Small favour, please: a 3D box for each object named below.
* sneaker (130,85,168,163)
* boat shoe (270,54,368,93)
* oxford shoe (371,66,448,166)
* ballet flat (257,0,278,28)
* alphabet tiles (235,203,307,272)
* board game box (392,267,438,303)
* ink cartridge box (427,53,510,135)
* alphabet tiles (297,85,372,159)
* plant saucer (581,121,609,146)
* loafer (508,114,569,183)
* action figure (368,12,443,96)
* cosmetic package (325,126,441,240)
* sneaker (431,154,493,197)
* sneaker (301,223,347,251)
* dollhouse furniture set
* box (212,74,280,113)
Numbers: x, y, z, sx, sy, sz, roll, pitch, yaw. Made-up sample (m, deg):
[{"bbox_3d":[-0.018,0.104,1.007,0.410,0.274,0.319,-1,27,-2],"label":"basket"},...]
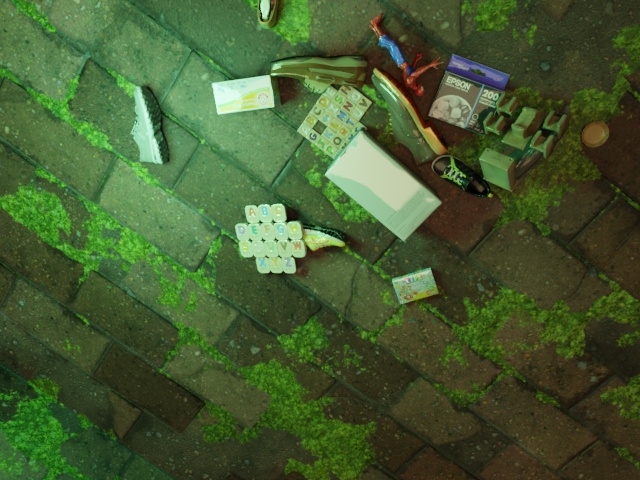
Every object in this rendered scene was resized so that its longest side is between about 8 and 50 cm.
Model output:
[{"bbox_3d":[-0.644,-0.412,1.668,0.115,0.105,0.282,-2,109,8],"label":"sneaker"},{"bbox_3d":[-0.002,-0.540,1.501,0.323,0.123,0.120,-3,113,-7],"label":"boat shoe"},{"bbox_3d":[0.269,-0.407,1.537,0.132,0.130,0.364,-35,97,28],"label":"oxford shoe"},{"bbox_3d":[-0.162,-0.809,1.483,0.079,0.073,0.233,8,109,5],"label":"ballet flat"},{"bbox_3d":[-0.191,-0.002,1.757,0.283,0.021,0.278,-1,109,23],"label":"alphabet tiles"},{"bbox_3d":[0.365,0.176,1.772,0.154,0.026,0.104,-19,105,14],"label":"board game box"},{"bbox_3d":[0.491,-0.479,1.522,0.206,0.045,0.209,20,109,1],"label":"ink cartridge box"},{"bbox_3d":[0.063,-0.422,1.619,0.198,0.009,0.237,36,110,-5],"label":"alphabet tiles"},{"bbox_3d":[0.907,-0.352,1.523,0.083,0.015,0.084,2,110,7],"label":"plant saucer"},{"bbox_3d":[0.719,-0.297,1.540,0.084,0.096,0.267,31,119,-23],"label":"loafer"},{"bbox_3d":[0.285,-0.608,1.480,0.139,0.091,0.281,-30,99,9],"label":"action figure"},{"bbox_3d":[0.216,-0.197,1.594,0.365,0.155,0.197,41,109,-8],"label":"cosmetic package"},{"bbox_3d":[0.493,-0.220,1.581,0.234,0.097,0.084,27,110,-2],"label":"sneaker"},{"bbox_3d":[0.000,0.000,1.739,0.208,0.081,0.094,13,110,15],"label":"sneaker"},{"bbox_3d":[0.628,-0.307,1.479,0.212,0.161,0.242,34,89,31],"label":"dollhouse furniture set"},{"bbox_3d":[-0.250,-0.501,1.580,0.202,0.114,0.103,-5,108,8],"label":"box"}]
